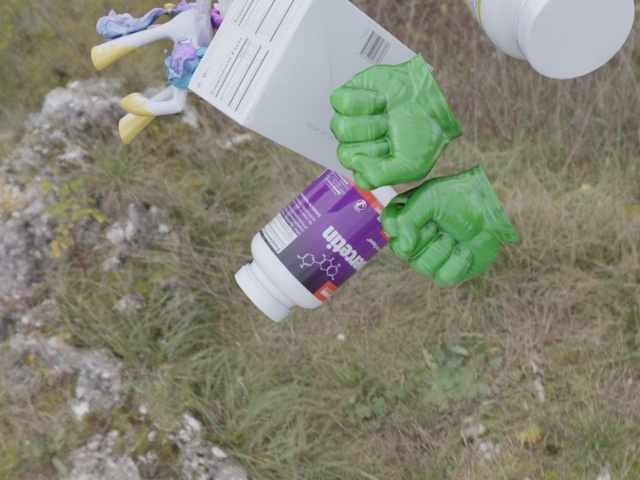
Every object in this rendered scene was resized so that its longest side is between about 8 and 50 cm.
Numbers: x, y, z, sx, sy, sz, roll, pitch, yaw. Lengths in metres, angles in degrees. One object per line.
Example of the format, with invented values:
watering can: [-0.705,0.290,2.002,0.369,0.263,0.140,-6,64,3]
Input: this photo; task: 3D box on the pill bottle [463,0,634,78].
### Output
pill bottle: [0.292,-0.372,1.064,0.188,0.187,0.333,-21,45,6]

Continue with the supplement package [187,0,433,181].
supplement package: [-0.008,-0.228,1.066,0.145,0.262,0.204,37,101,40]

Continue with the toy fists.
toy fists: [0.113,-0.071,0.888,0.142,0.279,0.096,-28,15,13]

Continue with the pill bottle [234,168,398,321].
pill bottle: [0.000,0.000,1.422,0.323,0.181,0.181,-43,50,4]

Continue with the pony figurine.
pony figurine: [-0.225,-0.372,1.394,0.364,0.303,0.350,-13,77,12]
